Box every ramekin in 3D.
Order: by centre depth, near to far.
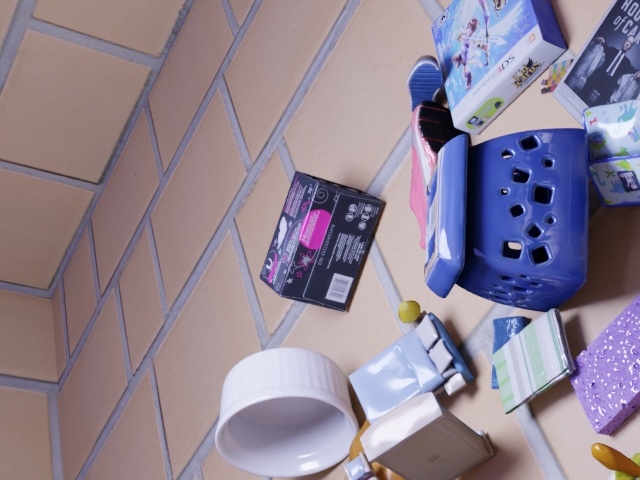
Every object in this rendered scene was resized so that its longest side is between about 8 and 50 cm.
[{"bbox_3d":[-0.067,0.333,1.966,0.277,0.277,0.135,-52,29,36],"label":"ramekin"}]

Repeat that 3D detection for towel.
[{"bbox_3d":[0.324,0.186,1.536,0.152,0.023,0.113,-48,35,43],"label":"towel"},{"bbox_3d":[0.304,0.181,1.621,0.067,0.029,0.119,-16,63,56],"label":"towel"}]

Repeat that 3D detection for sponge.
[{"bbox_3d":[0.434,0.162,1.400,0.210,0.031,0.117,-55,34,33],"label":"sponge"}]

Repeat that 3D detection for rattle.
[{"bbox_3d":[0.375,0.371,1.308,0.130,0.142,0.200,45,112,37],"label":"rattle"}]

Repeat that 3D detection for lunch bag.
[{"bbox_3d":[0.452,-0.125,1.435,0.129,0.096,0.151,-4,94,51],"label":"lunch bag"}]

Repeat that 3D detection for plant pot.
[{"bbox_3d":[0.268,-0.028,1.502,0.236,0.212,0.236,91,-178,-74],"label":"plant pot"}]

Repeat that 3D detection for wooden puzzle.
[{"bbox_3d":[0.399,-0.274,1.680,0.083,0.006,0.049,-9,70,59],"label":"wooden puzzle"}]

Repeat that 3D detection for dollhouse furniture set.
[{"bbox_3d":[0.094,0.263,1.671,0.286,0.198,0.303,-35,47,12],"label":"dollhouse furniture set"}]

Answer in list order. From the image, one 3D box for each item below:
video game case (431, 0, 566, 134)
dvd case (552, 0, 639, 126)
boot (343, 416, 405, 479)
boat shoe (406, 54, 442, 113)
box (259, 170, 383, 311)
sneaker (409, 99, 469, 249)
[{"bbox_3d":[0.312,-0.370,1.822,0.244,0.061,0.270,-45,41,42],"label":"video game case"},{"bbox_3d":[0.469,-0.277,1.538,0.239,0.029,0.179,-61,33,26],"label":"dvd case"},{"bbox_3d":[0.129,0.395,1.756,0.295,0.104,0.211,33,106,64],"label":"boot"},{"bbox_3d":[0.197,-0.307,1.919,0.183,0.066,0.066,90,-173,-67],"label":"boat shoe"},{"bbox_3d":[0.000,0.000,2.098,0.142,0.163,0.247,36,109,63],"label":"box"},{"bbox_3d":[0.200,-0.118,1.850,0.136,0.116,0.314,-44,42,45],"label":"sneaker"}]
